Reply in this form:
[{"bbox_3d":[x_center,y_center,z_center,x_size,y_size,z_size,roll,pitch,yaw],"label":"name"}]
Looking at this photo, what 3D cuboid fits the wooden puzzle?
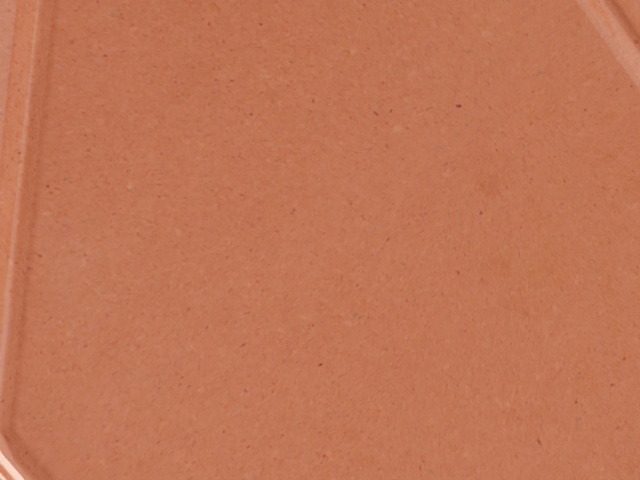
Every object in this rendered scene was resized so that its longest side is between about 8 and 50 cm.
[{"bbox_3d":[0.000,0.000,0.367,0.238,0.044,0.221,-45,106,-26],"label":"wooden puzzle"}]
